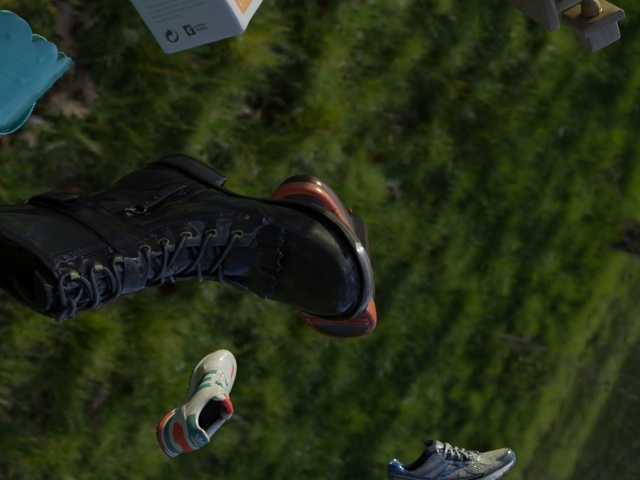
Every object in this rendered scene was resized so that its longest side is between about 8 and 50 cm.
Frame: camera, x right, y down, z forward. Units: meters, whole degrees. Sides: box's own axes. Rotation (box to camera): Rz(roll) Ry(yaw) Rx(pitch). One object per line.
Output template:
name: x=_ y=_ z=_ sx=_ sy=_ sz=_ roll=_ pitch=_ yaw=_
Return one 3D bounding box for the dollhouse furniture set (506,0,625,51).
dollhouse furniture set: x=0.329 y=-0.363 z=1.229 sx=0.173 sy=0.303 sz=0.355 roll=66 pitch=-6 yaw=-34

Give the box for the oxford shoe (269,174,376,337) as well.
oxford shoe: x=0.000 y=0.000 z=1.212 sx=0.271 sy=0.097 sz=0.098 roll=73 pitch=19 yaw=-59

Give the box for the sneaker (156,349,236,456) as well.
sneaker: x=-0.122 y=0.185 z=1.394 sx=0.057 sy=0.075 sz=0.161 roll=60 pitch=38 yaw=-22

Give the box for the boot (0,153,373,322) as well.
boot: x=-0.119 y=0.019 z=0.903 sx=0.229 sy=0.263 sz=0.091 roll=-23 pitch=130 yaw=-52

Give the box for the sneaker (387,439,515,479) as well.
sneaker: x=0.130 y=0.228 z=1.226 sx=0.052 sy=0.135 sz=0.058 roll=65 pitch=7 yaw=-89

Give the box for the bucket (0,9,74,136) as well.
bucket: x=-0.533 y=-0.286 z=1.822 sx=0.183 sy=0.281 sz=0.281 roll=-51 pitch=159 yaw=0

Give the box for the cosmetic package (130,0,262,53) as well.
cosmetic package: x=-0.242 y=-0.533 z=1.786 sx=0.453 sy=0.162 sz=0.230 roll=57 pitch=40 yaw=-32
